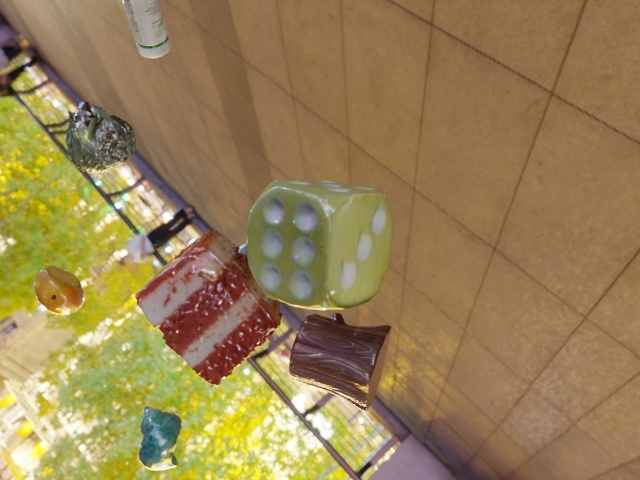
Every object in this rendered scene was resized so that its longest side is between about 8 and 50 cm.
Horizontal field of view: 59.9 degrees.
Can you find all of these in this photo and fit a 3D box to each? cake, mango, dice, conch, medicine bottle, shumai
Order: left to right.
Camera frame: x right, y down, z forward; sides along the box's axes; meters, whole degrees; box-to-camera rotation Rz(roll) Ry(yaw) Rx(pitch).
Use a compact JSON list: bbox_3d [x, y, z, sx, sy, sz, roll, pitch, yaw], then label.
[{"bbox_3d":[-0.735,0.145,1.576,0.141,0.102,0.217,45,172,1],"label":"mango"},{"bbox_3d":[-0.821,-0.379,2.017,0.189,0.256,0.218,58,174,41],"label":"shumai"},{"bbox_3d":[-0.435,-0.557,1.381,0.086,0.086,0.183,41,153,27],"label":"medicine bottle"},{"bbox_3d":[-0.526,0.640,1.803,0.196,0.134,0.202,-27,62,52],"label":"conch"},{"bbox_3d":[-0.284,0.164,1.482,0.319,0.270,0.269,47,-176,-9],"label":"cake"},{"bbox_3d":[0.000,0.000,1.150,0.226,0.233,0.238,12,102,34],"label":"dice"}]

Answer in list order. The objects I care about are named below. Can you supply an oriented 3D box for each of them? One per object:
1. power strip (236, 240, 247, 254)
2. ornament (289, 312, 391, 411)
[{"bbox_3d":[-0.209,0.028,1.880,0.092,0.387,0.066,59,179,27],"label":"power strip"},{"bbox_3d":[0.048,0.294,1.420,0.217,0.221,0.235,15,176,15],"label":"ornament"}]
